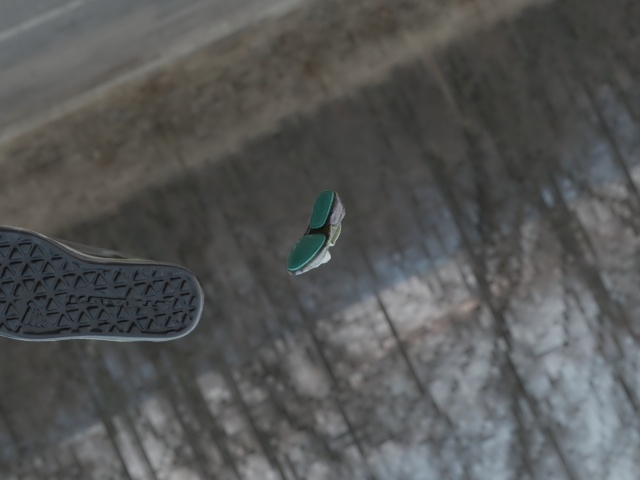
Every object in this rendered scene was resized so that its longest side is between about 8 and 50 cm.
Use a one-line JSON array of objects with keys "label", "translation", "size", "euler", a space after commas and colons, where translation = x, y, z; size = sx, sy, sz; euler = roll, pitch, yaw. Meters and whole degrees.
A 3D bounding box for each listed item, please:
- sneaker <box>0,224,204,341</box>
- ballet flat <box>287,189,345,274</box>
[{"label": "sneaker", "translation": [-0.207, 0.040, 1.490], "size": [0.235, 0.084, 0.097], "euler": [14, 178, -28]}, {"label": "ballet flat", "translation": [0.000, 0.000, 1.936], "size": [0.041, 0.041, 0.114], "euler": [-28, -150, 48]}]
